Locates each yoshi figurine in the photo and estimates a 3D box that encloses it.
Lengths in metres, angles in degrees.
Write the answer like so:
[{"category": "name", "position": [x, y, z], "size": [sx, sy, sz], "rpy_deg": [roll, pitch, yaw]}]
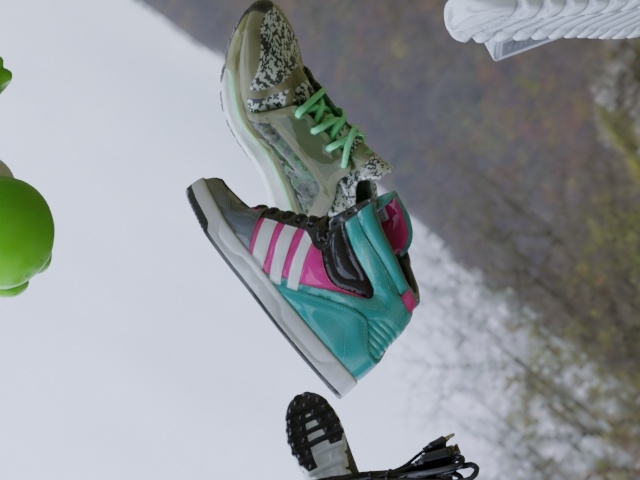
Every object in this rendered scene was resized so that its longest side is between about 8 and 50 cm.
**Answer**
[{"category": "yoshi figurine", "position": [-0.379, -0.080, 1.547], "size": [0.362, 0.204, 0.203], "rpy_deg": [48, -158, -26]}]

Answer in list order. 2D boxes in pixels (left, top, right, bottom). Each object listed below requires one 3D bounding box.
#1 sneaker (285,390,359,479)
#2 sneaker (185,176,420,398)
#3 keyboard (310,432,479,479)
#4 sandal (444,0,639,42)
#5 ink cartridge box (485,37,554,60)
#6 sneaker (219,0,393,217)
[{"category": "sneaker", "position": [0.015, 0.310, 2.098], "size": [0.106, 0.078, 0.234], "rpy_deg": [81, 165, -58]}, {"category": "sneaker", "position": [0.000, 0.000, 1.622], "size": [0.295, 0.178, 0.124], "rpy_deg": [50, 178, 30]}, {"category": "keyboard", "position": [0.028, 0.254, 1.167], "size": [0.033, 0.317, 0.201], "rpy_deg": [56, -156, -75]}, {"category": "sandal", "position": [0.331, -0.310, 1.920], "size": [0.416, 0.169, 0.102], "rpy_deg": [-7, -99, -34]}, {"category": "ink cartridge box", "position": [0.304, -0.386, 2.118], "size": [0.060, 0.275, 0.239], "rpy_deg": [85, 163, -62]}, {"category": "sneaker", "position": [0.010, -0.123, 2.045], "size": [0.158, 0.182, 0.410], "rpy_deg": [-50, -50, -47]}]
